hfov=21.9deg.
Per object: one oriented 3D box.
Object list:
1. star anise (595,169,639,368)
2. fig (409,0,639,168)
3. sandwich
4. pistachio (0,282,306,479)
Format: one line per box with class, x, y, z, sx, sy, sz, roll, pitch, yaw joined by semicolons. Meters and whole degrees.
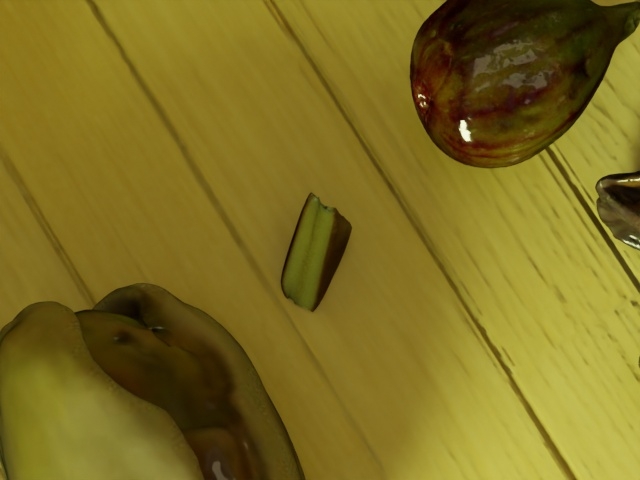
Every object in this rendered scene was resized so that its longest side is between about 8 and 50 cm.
star anise;0.265;0.014;0.990;0.214;0.099;0.220;27;88;19
fig;0.131;-0.108;1.009;0.155;0.103;0.109;-17;118;-11
sandwich;0.000;0.000;1.025;0.031;0.044;0.083;25;126;10
pistachio;-0.096;0.166;0.952;0.166;0.197;0.288;-3;64;-42
